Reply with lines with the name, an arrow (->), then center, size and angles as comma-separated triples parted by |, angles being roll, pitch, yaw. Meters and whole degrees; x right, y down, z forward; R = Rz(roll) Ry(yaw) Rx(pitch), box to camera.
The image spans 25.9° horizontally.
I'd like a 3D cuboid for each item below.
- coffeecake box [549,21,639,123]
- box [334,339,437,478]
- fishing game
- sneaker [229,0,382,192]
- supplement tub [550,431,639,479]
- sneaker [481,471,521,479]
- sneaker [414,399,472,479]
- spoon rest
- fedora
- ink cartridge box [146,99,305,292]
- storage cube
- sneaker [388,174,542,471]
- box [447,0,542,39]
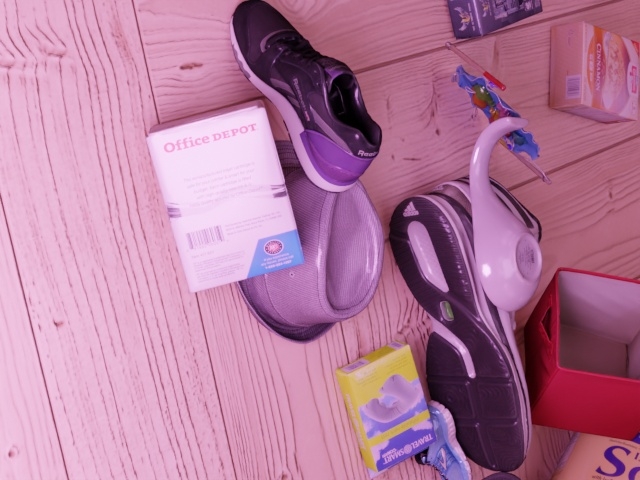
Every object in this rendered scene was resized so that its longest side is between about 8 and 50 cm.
coffeecake box -> 0.475, -0.287, 2.406 | 0.185, 0.068, 0.142 | 7, 83, -47
box -> 0.097, 0.245, 1.982 | 0.109, 0.042, 0.178 | -24, 108, -22
fishing game -> 0.260, -0.190, 2.114 | 0.041, 0.189, 0.264 | -41, 143, -3
sneaker -> -0.007, -0.211, 1.780 | 0.107, 0.124, 0.283 | -23, 75, -37
supplement tub -> 0.503, 0.413, 2.289 | 0.241, 0.241, 0.331 | 55, 52, -30
sneaker -> 0.245, 0.496, 2.109 | 0.136, 0.115, 0.314 | 7, 99, -63
sneaker -> 0.171, 0.322, 2.083 | 0.073, 0.063, 0.162 | -28, 107, -24
spoon rest -> 0.263, -0.036, 2.005 | 0.137, 0.084, 0.277 | 2, 85, -47
fedora -> 0.000, 0.000, 1.849 | 0.243, 0.124, 0.276 | 9, 82, -47
ink cartridge box -> -0.115, -0.057, 1.704 | 0.086, 0.148, 0.203 | -104, 180, -77
storage cube -> 0.428, 0.179, 2.176 | 0.214, 0.193, 0.184 | 9, 56, -5
sneaker -> 0.278, 0.108, 2.109 | 0.257, 0.169, 0.448 | -27, 106, -42
box -> 0.259, -0.449, 2.187 | 0.183, 0.059, 0.233 | -28, 109, -45
